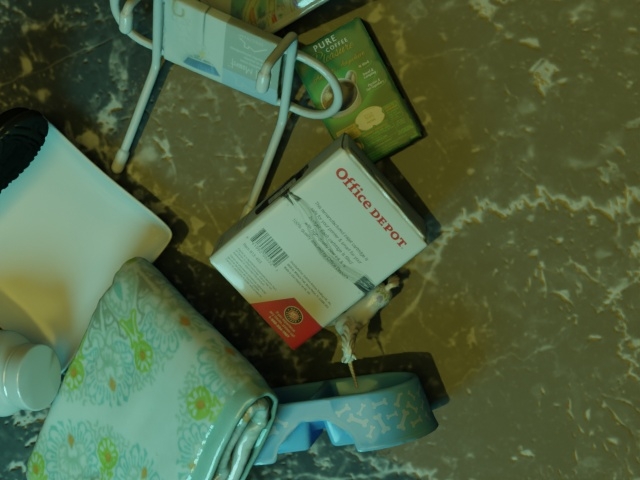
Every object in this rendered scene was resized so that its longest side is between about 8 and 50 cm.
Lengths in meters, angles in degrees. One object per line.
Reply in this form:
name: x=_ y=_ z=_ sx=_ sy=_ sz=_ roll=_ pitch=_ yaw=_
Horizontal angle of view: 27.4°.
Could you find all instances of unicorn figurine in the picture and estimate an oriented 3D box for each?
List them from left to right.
unicorn figurine: x=0.051 y=0.104 z=1.748 sx=0.060 sy=0.111 sz=0.162 roll=31 pitch=86 yaw=-13

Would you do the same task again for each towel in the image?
towel: x=-0.237 y=0.259 z=1.752 sx=0.320 sy=0.090 sz=0.374 roll=40 pitch=111 yaw=34

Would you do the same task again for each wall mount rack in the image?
wall mount rack: x=-0.156 y=-0.187 z=1.753 sx=0.350 sy=0.130 sz=0.304 roll=25 pitch=143 yaw=11

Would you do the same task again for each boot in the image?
boot: x=-0.512 y=-0.145 z=1.823 sx=0.246 sy=0.094 sz=0.207 roll=-47 pitch=69 yaw=18

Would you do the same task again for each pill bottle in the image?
pill bottle: x=-0.473 y=0.182 z=1.830 sx=0.216 sy=0.121 sz=0.121 roll=2 pitch=95 yaw=29

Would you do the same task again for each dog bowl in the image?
dog bowl: x=0.004 y=0.233 z=1.748 sx=0.297 sy=0.166 sz=0.074 roll=-10 pitch=94 yaw=12

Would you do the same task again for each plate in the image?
plate: x=-0.386 y=0.003 z=1.865 sx=0.278 sy=0.045 sz=0.277 roll=41 pitch=101 yaw=5

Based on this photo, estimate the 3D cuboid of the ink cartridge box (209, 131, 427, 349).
ink cartridge box: x=0.000 y=0.000 z=1.739 sx=0.237 sy=0.100 sz=0.172 roll=-39 pitch=102 yaw=15

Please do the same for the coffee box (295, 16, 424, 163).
coffee box: x=0.049 y=-0.194 z=1.767 sx=0.113 sy=0.040 sz=0.184 roll=-29 pitch=89 yaw=13

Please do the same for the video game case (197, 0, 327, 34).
video game case: x=-0.088 y=-0.427 z=1.699 sx=0.329 sy=0.036 sz=0.300 roll=-26 pitch=102 yaw=30
